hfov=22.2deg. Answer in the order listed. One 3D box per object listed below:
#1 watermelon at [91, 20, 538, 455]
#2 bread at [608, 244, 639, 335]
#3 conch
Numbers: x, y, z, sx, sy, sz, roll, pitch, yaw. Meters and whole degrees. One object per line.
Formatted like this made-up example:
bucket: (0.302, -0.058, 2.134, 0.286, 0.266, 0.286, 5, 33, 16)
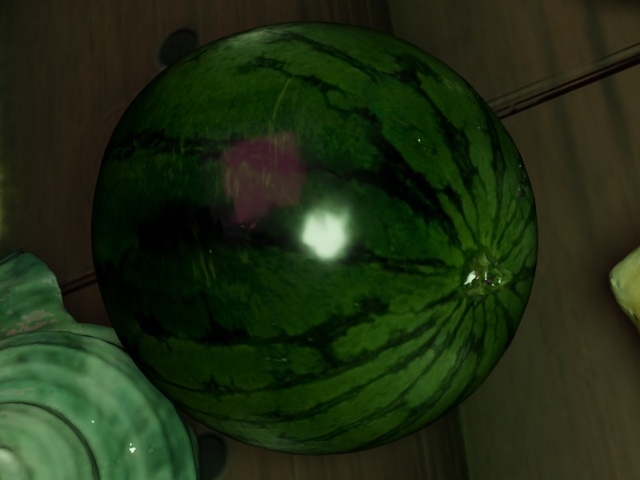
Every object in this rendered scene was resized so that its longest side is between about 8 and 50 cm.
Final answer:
watermelon: (-0.004, 0.000, 0.888, 0.242, 0.242, 0.242, -16, 56, 24)
bread: (0.218, 0.038, 0.834, 0.106, 0.082, 0.125, -40, 59, 19)
conch: (-0.166, 0.121, 0.961, 0.195, 0.277, 0.220, -2, 96, 3)
